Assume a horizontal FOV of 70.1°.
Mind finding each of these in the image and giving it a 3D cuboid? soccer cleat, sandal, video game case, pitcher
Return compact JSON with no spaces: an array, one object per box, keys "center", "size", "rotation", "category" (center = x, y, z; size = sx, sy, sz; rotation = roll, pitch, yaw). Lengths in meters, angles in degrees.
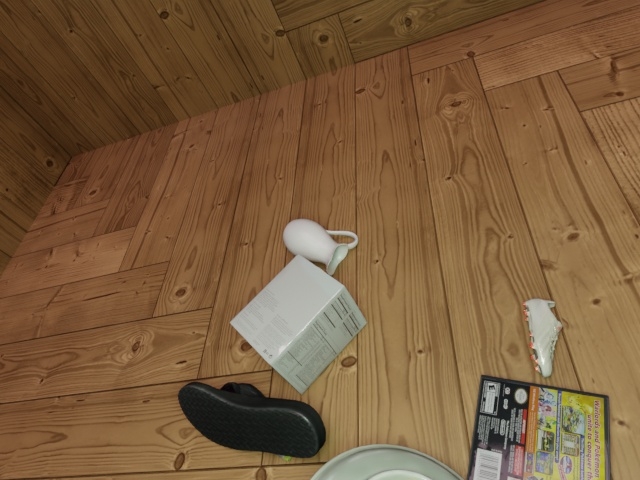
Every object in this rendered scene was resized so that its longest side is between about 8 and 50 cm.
[{"center":[0.512,0.214,1.036],"size":[0.076,0.068,0.196],"rotation":[-6,47,19],"category":"soccer cleat"},{"center":[-0.173,0.440,1.150],"size":[0.445,0.168,0.107],"rotation":[0,16,30],"category":"sandal"},{"center":[0.436,0.424,0.916],"size":[0.248,0.035,0.275],"rotation":[2,53,29],"category":"video game case"},{"center":[0.000,0.000,1.456],"size":[0.207,0.125,0.177],"rotation":[29,48,30],"category":"pitcher"}]

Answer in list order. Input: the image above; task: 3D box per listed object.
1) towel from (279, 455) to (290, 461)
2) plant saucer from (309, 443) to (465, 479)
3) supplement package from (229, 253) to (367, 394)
[{"center":[-0.096,0.504,1.134],"size":[0.083,0.009,0.060],"rotation":[16,60,36],"category":"towel"},{"center":[0.142,0.512,0.767],"size":[0.400,0.101,0.400],"rotation":[5,34,-3],"category":"plant saucer"},{"center":[-0.054,0.220,1.223],"size":[0.263,0.198,0.199],"rotation":[-45,46,-14],"category":"supplement package"}]
